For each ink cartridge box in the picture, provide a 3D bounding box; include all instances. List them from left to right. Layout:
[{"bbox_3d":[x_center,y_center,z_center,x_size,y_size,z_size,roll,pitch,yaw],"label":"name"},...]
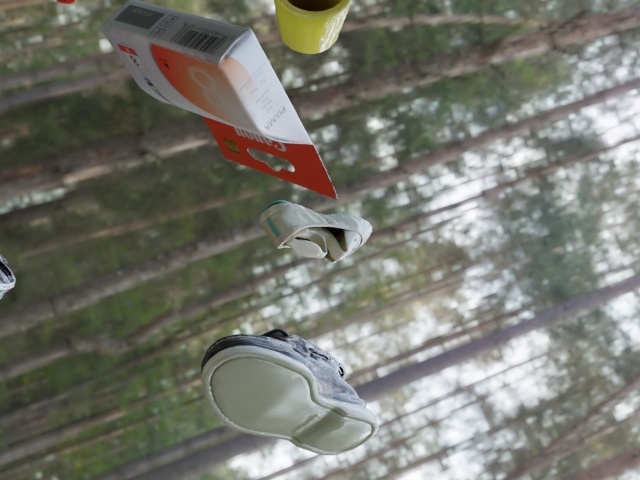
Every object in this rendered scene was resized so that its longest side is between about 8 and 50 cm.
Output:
[{"bbox_3d":[-0.078,-0.099,1.064,0.145,0.045,0.179,22,-31,42],"label":"ink cartridge box"}]

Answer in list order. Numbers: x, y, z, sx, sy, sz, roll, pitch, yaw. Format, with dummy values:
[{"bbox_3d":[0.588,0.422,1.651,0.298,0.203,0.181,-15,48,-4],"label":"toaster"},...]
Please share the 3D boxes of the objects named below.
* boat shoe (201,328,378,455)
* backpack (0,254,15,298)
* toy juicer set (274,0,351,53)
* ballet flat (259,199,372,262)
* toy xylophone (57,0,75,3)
[{"bbox_3d":[-0.046,0.167,1.687,0.127,0.340,0.113,-37,-127,19],"label":"boat shoe"},{"bbox_3d":[-0.451,0.020,1.401,0.225,0.253,0.191,39,-81,39],"label":"backpack"},{"bbox_3d":[-0.011,-0.329,1.224,0.329,0.209,0.089,57,-20,25],"label":"toy juicer set"},{"bbox_3d":[0.000,0.000,1.405,0.057,0.168,0.052,-43,-122,27],"label":"ballet flat"},{"bbox_3d":[-0.348,-0.410,1.561,0.236,0.322,0.081,-51,-164,32],"label":"toy xylophone"}]
